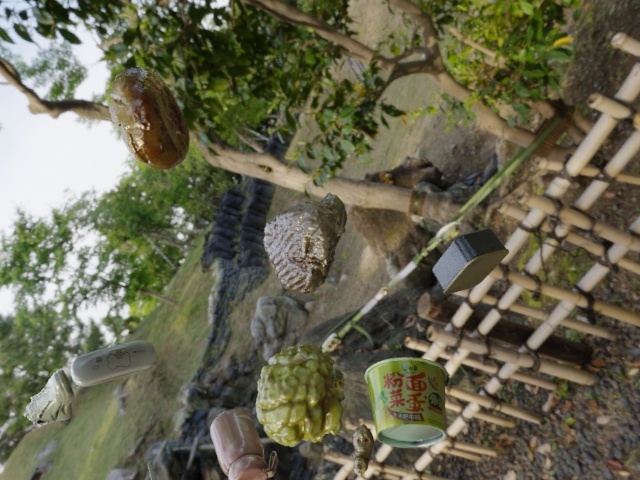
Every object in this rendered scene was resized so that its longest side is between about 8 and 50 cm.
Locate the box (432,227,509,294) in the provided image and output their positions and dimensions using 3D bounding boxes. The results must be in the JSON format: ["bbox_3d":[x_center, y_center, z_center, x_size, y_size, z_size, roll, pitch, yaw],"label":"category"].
[{"bbox_3d":[0.417,0.059,1.314,0.201,0.145,0.090,109,142,-53],"label":"box"}]

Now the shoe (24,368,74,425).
[{"bbox_3d":[-1.037,0.613,1.756,0.124,0.159,0.316,48,136,26],"label":"shoe"}]

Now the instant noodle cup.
[{"bbox_3d":[0.310,0.576,1.621,0.311,0.311,0.221,122,158,-46],"label":"instant noodle cup"}]

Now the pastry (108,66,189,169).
[{"bbox_3d":[-0.571,-0.410,1.572,0.356,0.164,0.355,-17,-90,-85],"label":"pastry"}]

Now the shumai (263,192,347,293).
[{"bbox_3d":[0.003,-0.001,1.338,0.283,0.217,0.346,-26,-26,-38],"label":"shumai"}]

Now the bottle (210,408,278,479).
[{"bbox_3d":[-0.289,0.793,1.759,0.297,0.207,0.173,-137,35,-56],"label":"bottle"}]

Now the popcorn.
[{"bbox_3d":[-0.054,0.410,1.233,0.224,0.270,0.257,-22,70,21],"label":"popcorn"}]

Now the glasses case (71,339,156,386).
[{"bbox_3d":[-0.500,0.297,1.129,0.049,0.193,0.074,-47,61,45],"label":"glasses case"}]

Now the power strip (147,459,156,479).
[{"bbox_3d":[-0.646,0.886,1.776,0.083,0.017,0.027,65,158,23],"label":"power strip"}]

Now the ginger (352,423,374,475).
[{"bbox_3d":[0.126,0.611,1.373,0.165,0.067,0.096,-72,-14,-73],"label":"ginger"}]

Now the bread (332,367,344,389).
[{"bbox_3d":[-0.020,0.608,1.908,0.087,0.269,0.098,4,99,51],"label":"bread"}]
